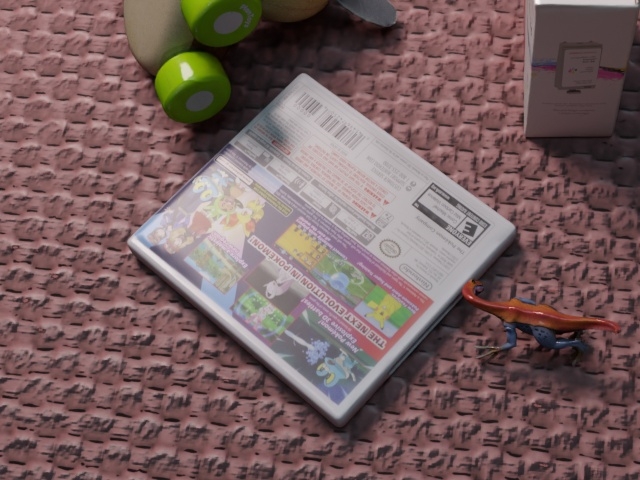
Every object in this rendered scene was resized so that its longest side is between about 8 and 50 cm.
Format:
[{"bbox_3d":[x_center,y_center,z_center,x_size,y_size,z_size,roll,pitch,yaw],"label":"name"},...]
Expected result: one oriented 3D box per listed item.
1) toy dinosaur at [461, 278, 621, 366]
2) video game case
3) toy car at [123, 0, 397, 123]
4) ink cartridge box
[{"bbox_3d":[0.135,0.044,0.825,0.082,0.090,0.047,30,49,-15],"label":"toy dinosaur"},{"bbox_3d":[0.000,0.000,0.883,0.201,0.023,0.183,38,73,20],"label":"video game case"},{"bbox_3d":[-0.042,-0.189,0.945,0.188,0.149,0.155,-8,56,-29],"label":"toy car"},{"bbox_3d":[0.171,-0.167,0.850,0.067,0.198,0.115,1,63,6],"label":"ink cartridge box"}]
